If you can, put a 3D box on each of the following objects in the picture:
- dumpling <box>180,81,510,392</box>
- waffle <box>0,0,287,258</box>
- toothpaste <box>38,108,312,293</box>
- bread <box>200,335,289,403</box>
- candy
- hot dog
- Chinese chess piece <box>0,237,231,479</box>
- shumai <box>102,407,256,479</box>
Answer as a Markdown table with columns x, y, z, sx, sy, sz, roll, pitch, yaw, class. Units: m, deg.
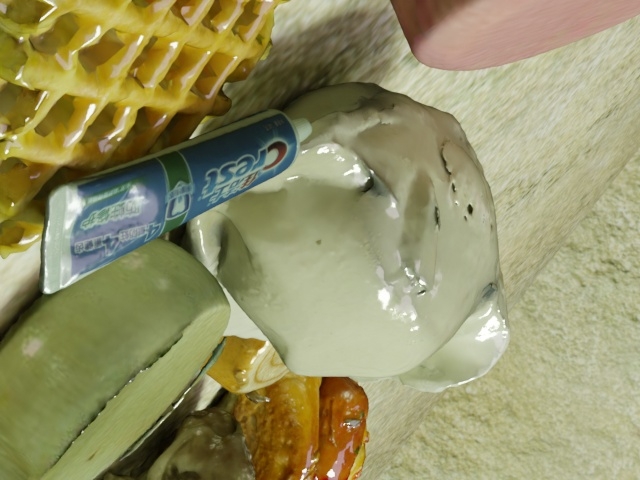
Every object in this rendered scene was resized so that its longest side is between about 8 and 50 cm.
| x | y | z | sx | sy | sz | roll | pitch | yaw | class |
| --- | --- | --- | --- | --- | --- | --- | --- | --- | --- |
| 0.000 | 0.000 | 1.008 | 0.243 | 0.187 | 0.318 | -16 | 143 | 28 | dumpling |
| -0.076 | -0.102 | 0.656 | 0.245 | 0.052 | 0.254 | -41 | 164 | -34 | waffle |
| -0.065 | -0.030 | 0.703 | 0.197 | 0.035 | 0.057 | -30 | 140 | -49 | toothpaste |
| -0.042 | 0.071 | 1.196 | 0.122 | 0.073 | 0.149 | -54 | 166 | 15 | bread |
| 0.163 | -0.191 | 0.877 | 0.255 | 0.094 | 0.255 | -21 | 174 | -2 | candy |
| -0.042 | 0.216 | 1.429 | 0.256 | 0.153 | 0.150 | -55 | 165 | 25 | hot dog |
| -0.141 | 0.082 | 0.904 | 0.188 | 0.083 | 0.188 | -47 | 170 | -11 | Chinese chess piece |
| -0.138 | 0.242 | 1.280 | 0.153 | 0.161 | 0.209 | -12 | -175 | -22 | shumai |
